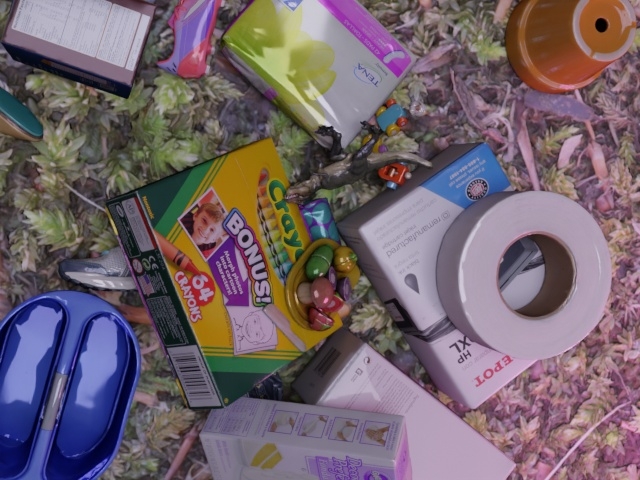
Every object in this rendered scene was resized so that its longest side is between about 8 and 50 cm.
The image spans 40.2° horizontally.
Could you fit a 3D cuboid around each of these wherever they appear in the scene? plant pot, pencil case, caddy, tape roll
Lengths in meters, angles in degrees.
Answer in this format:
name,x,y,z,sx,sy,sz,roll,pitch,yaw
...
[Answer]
name,x,y,z,sx,sy,sz,roll,pitch,yaw
plant pot,0.476,-0.383,1.616,0.205,0.188,0.205,-1,94,-14
pencil case,0.000,0.000,1.587,0.070,0.064,0.152,-21,98,-39
caddy,-0.432,0.246,1.440,0.241,0.179,0.342,15,90,-13
tape roll,0.346,0.057,1.487,0.286,0.100,0.286,-1,92,-15

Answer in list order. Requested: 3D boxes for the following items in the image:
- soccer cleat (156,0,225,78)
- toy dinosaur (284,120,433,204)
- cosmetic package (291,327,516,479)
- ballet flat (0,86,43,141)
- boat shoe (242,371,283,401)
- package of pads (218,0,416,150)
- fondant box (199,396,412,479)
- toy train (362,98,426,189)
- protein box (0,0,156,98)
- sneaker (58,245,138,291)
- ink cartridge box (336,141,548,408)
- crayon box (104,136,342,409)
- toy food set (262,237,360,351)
name,x,y,z,sx,sy,sz,roll,pitch,yaw
soccer cleat,-0.214,-0.402,1.504,0.095,0.083,0.248,11,94,-10
toy dinosaur,0.056,-0.144,1.505,0.268,0.064,0.118,-16,121,-5
cosmetic package,0.146,0.330,1.580,0.365,0.197,0.155,40,84,-12
ballet flat,-0.559,-0.235,1.442,0.073,0.080,0.232,-40,100,20
boat shoe,-0.120,0.227,1.578,0.083,0.065,0.184,-13,102,-15
package of pads,-0.008,-0.327,1.545,0.296,0.101,0.229,40,84,-12
fondant box,-0.016,0.388,1.467,0.330,0.096,0.238,3,128,16
toy train,0.137,-0.174,1.596,0.046,0.125,0.166,26,82,-54
protein box,-0.383,-0.331,1.402,0.201,0.200,0.136,18,89,-14
sneaker,-0.305,0.027,1.504,0.282,0.110,0.122,0,88,-23
ink cartridge box,0.260,0.060,1.603,0.285,0.166,0.395,-35,101,-9
crayon box,-0.148,0.046,1.458,0.313,0.106,0.363,-30,103,-45
toy food set,0.011,0.084,1.486,0.128,0.071,0.218,57,49,-24
